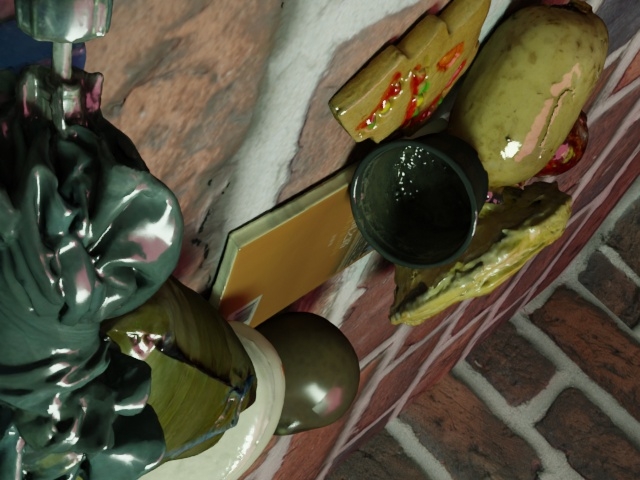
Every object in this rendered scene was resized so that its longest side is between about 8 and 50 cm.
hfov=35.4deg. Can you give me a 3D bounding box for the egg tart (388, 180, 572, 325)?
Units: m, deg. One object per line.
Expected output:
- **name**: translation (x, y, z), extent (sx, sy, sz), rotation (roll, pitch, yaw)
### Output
- **egg tart**: translation (0.227, 0.000, 1.567), extent (0.352, 0.150, 0.352), rotation (-36, 179, 0)

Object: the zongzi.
- **zongzi**: translation (-0.243, 0.180, 0.866), extent (0.393, 0.174, 0.356), rotation (-45, 159, -1)

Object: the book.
- **book**: translation (0.000, 0.000, 1.280), extent (0.374, 0.028, 0.262), rotation (-32, 158, -36)

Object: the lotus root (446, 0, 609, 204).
- **lotus root**: translation (0.249, -0.171, 1.252), extent (0.160, 0.146, 0.284), rotation (5, 115, -45)

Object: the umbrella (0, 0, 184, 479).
- **umbrella**: translation (-0.156, 0.015, 0.585), extent (0.143, 0.094, 0.348), rotation (-5, 124, -28)

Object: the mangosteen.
- **mangosteen**: translation (0.292, -0.160, 1.451), extent (0.156, 0.182, 0.145), rotation (-48, 131, -58)

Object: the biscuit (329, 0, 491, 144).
- **biscuit**: translation (0.098, -0.172, 1.091), extent (0.239, 0.041, 0.212), rotation (-31, 160, -41)

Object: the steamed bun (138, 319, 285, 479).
- **steamed bun**: translation (-0.140, 0.193, 1.161), extent (0.228, 0.177, 0.131), rotation (-50, 175, 5)

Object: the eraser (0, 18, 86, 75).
- **eraser**: translation (-0.275, -0.027, 0.555), extent (0.312, 0.042, 0.144), rotation (-31, 158, -39)

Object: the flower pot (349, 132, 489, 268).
- **flower pot**: translation (0.127, -0.058, 1.174), extent (0.107, 0.157, 0.157), rotation (-39, 165, -52)

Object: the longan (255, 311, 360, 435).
- **longan**: translation (-0.037, 0.187, 1.397), extent (0.189, 0.189, 0.189), rotation (-40, 162, -16)
